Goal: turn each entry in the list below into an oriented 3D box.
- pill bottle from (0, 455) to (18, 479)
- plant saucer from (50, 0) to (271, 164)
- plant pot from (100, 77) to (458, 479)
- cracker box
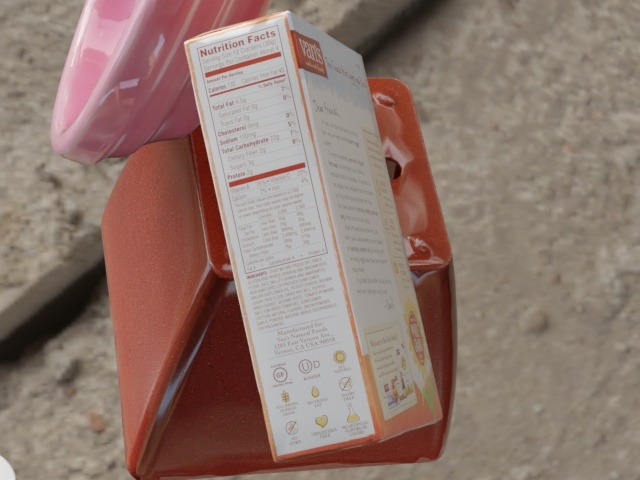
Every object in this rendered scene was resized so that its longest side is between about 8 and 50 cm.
[{"bbox_3d":[-0.287,0.288,1.343,0.121,0.221,0.121,-4,45,4],"label":"pill bottle"},{"bbox_3d":[-0.087,-0.200,1.052,0.084,0.332,0.332,22,99,-16],"label":"plant saucer"},{"bbox_3d":[-0.022,0.014,1.221,0.267,0.236,0.267,-2,57,-14],"label":"plant pot"},{"bbox_3d":[0.000,0.000,0.869,0.067,0.155,0.232,-13,84,15],"label":"cracker box"}]
